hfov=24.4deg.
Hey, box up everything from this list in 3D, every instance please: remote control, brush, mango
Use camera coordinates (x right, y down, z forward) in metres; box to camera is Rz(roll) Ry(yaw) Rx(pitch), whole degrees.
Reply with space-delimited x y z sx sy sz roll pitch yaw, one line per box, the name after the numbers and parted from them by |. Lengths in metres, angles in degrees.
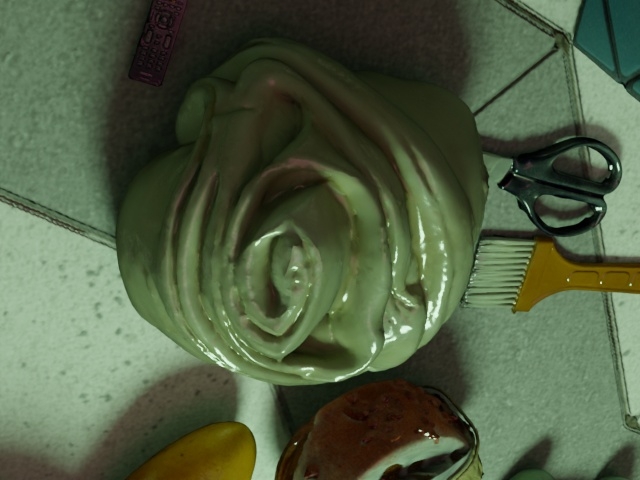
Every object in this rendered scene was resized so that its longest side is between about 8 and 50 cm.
-0.138 -0.177 1.258 0.034 0.016 0.091 16 114 -13 | remote control
0.295 0.040 1.585 0.314 0.017 0.090 3 119 -26 | brush
-0.137 0.267 1.486 0.141 0.102 0.217 27 110 -40 | mango

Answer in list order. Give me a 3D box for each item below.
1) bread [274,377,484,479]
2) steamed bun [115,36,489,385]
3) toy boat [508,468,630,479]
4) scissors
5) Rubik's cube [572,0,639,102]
0.054 0.241 1.539 0.224 0.142 0.212 -44 141 7 | bread
-0.004 0.008 1.297 0.324 0.219 0.310 18 116 -25 | steamed bun
0.264 0.423 1.748 0.215 0.123 0.330 10 114 -30 | toy boat
0.171 -0.071 1.457 0.300 0.022 0.109 12 111 -28 | scissors
0.382 -0.224 1.335 0.207 0.205 0.205 0 121 -24 | Rubik's cube
